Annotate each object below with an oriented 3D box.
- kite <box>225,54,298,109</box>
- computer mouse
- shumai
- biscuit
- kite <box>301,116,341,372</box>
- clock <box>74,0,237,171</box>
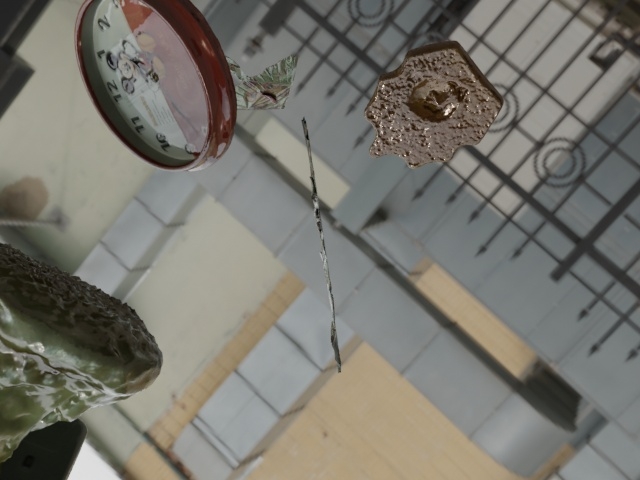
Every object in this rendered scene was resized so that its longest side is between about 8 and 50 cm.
[{"bbox_3d":[-0.139,-0.300,1.663,0.250,0.229,0.012,34,-141,-54],"label":"kite"},{"bbox_3d":[-0.436,0.343,1.287,0.128,0.079,0.230,28,-128,-8],"label":"computer mouse"},{"bbox_3d":[-0.435,0.177,1.163,0.398,0.323,0.324,27,174,33],"label":"shumai"},{"bbox_3d":[0.159,-0.197,1.354,0.182,0.215,0.034,47,-156,-19],"label":"biscuit"},{"bbox_3d":[0.000,0.000,1.022,0.314,0.012,0.335,80,-179,-64],"label":"kite"},{"bbox_3d":[-0.246,-0.251,1.331,0.318,0.318,0.080,43,-129,10],"label":"clock"}]
